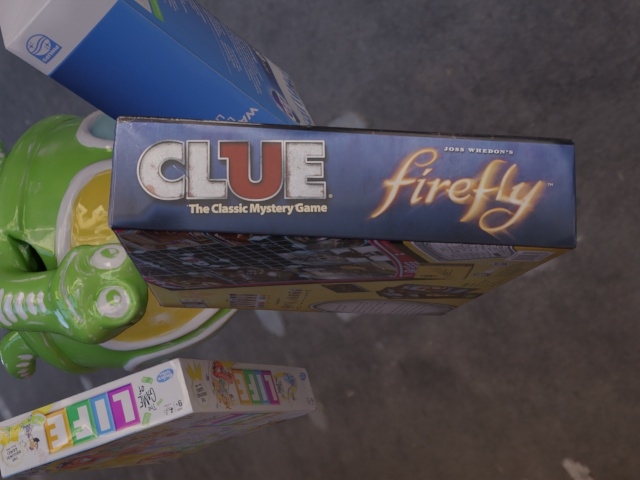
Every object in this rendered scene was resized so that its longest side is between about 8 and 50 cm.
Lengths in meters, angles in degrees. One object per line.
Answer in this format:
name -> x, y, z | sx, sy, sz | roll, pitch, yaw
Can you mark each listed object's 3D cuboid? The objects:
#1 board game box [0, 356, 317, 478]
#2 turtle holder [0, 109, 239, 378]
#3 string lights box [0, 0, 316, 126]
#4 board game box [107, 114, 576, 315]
board game box -> -0.077, 0.091, 0.549 | 0.154, 0.103, 0.026 | 21, -131, -67
turtle holder -> -0.169, -0.009, 0.930 | 0.320, 0.227, 0.243 | 48, -142, -72
string lights box -> -0.109, -0.129, 0.783 | 0.259, 0.077, 0.133 | 34, -160, -40
board game box -> 0.000, 0.000, 0.488 | 0.243, 0.165, 0.042 | 117, 155, -79
